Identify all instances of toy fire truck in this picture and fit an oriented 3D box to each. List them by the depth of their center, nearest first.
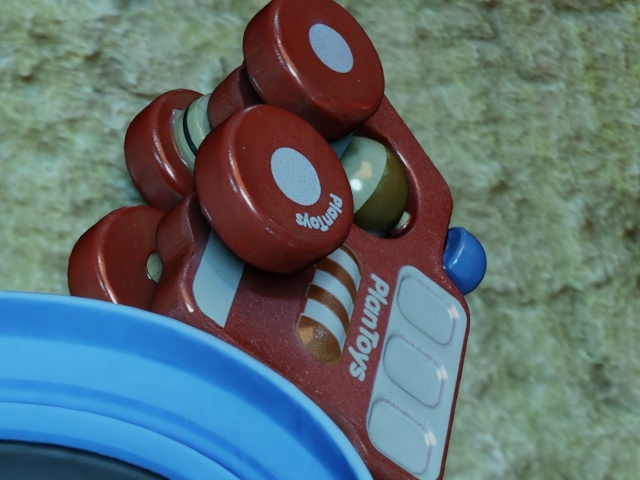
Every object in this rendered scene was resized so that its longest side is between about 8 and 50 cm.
[{"bbox_3d":[0.000,0.000,0.988,0.254,0.169,0.302,39,40,-21],"label":"toy fire truck"}]

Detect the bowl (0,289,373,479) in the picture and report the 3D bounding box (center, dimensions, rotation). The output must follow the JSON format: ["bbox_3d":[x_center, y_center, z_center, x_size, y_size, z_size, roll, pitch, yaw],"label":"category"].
[{"bbox_3d":[-0.166,0.151,0.550,0.391,0.077,0.391,-1,30,0],"label":"bowl"}]
